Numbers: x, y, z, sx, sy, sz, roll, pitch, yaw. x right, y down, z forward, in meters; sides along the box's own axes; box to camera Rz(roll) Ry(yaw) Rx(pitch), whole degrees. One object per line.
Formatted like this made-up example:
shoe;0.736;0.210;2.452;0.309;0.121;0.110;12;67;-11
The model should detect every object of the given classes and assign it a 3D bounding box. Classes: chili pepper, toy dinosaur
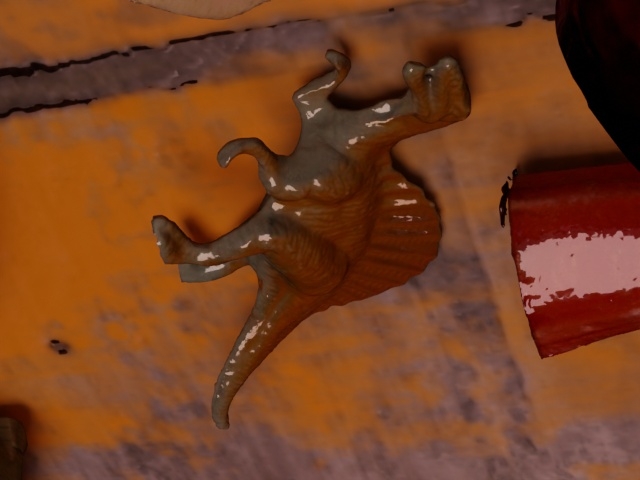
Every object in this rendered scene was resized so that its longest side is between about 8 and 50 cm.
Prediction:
chili pepper;0.166;0.004;0.638;0.169;0.065;0.088;-5;127;17
toy dinosaur;0.000;-0.001;0.701;0.142;0.057;0.212;-8;139;0

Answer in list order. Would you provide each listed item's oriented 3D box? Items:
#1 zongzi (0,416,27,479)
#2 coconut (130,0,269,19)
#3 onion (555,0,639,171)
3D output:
zongzi;-0.268;0.174;0.889;0.204;0.094;0.204;15;131;10
coconut;-0.041;-0.168;0.510;0.147;0.147;0.152;22;140;0
onion;0.196;-0.088;0.461;0.281;0.281;0.221;-2;94;19
